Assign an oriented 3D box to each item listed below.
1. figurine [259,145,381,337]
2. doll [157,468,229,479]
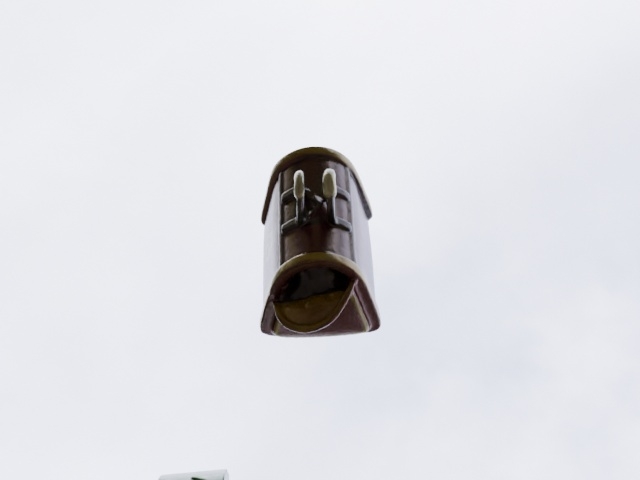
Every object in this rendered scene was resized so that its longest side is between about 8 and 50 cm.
[{"bbox_3d":[-0.001,0.001,0.874,0.083,0.098,0.154,-1,-137,-1],"label":"figurine"},{"bbox_3d":[-0.055,0.181,0.716,0.186,0.134,0.106,-5,-102,-2],"label":"doll"}]
